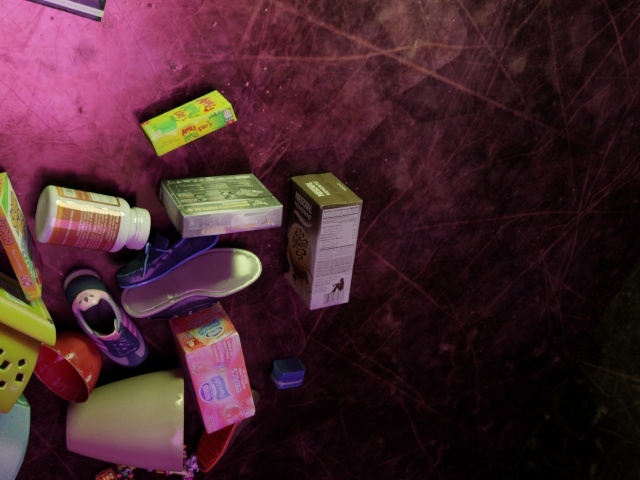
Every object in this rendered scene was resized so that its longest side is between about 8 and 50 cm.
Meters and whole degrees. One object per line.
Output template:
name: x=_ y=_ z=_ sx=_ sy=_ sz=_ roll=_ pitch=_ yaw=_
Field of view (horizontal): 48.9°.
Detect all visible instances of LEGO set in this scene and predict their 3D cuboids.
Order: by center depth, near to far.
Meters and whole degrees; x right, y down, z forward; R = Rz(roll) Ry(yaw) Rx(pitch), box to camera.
LEGO set: x=-0.464 y=0.637 z=1.945 sx=0.287 sy=0.107 sz=0.132 roll=4 pitch=117 yaw=-32

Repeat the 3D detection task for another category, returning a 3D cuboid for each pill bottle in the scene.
pill bottle: x=-0.480 y=-0.039 z=1.493 sx=0.216 sy=0.121 sz=0.121 roll=10 pitch=113 yaw=-35

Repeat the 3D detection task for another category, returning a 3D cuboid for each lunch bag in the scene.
lunch bag: x=-0.092 y=0.385 z=2.030 sx=0.098 sy=0.067 sz=0.065 roll=-2 pitch=120 yaw=-31

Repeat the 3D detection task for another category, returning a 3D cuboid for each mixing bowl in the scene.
mixing bowl: x=-0.575 y=0.277 z=1.629 sx=0.098 sy=0.181 sz=0.181 roll=-50 pitch=143 yaw=-44

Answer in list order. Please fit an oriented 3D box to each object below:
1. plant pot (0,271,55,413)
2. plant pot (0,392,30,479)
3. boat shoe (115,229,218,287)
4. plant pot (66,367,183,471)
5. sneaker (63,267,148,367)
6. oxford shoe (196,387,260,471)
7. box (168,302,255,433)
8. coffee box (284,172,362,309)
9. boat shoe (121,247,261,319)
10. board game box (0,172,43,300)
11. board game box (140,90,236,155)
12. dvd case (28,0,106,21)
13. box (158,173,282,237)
plant pot: x=-0.693 y=0.183 z=1.450 sx=0.207 sy=0.228 sz=0.227 roll=-50 pitch=131 yaw=-1
plant pot: x=-0.782 y=0.414 z=1.539 sx=0.247 sy=0.248 sz=0.252 roll=35 pitch=86 yaw=-40
boat shoe: x=-0.365 y=0.015 z=1.627 sx=0.258 sy=0.109 sz=0.089 roll=-35 pitch=125 yaw=-28
plant pot: x=-0.481 y=0.449 z=1.752 sx=0.274 sy=0.256 sz=0.256 roll=1 pitch=120 yaw=-11
sneaker: x=-0.492 y=0.214 z=1.641 sx=0.112 sy=0.131 sz=0.319 roll=-33 pitch=131 yaw=-9
oxford shoe: x=-0.257 y=0.542 z=2.007 sx=0.098 sy=0.097 sz=0.271 roll=25 pitch=98 yaw=-52
box: x=-0.278 y=0.332 z=1.831 sx=0.142 sy=0.154 sz=0.300 roll=-20 pitch=128 yaw=-18
coffee box: x=0.000 y=0.000 z=1.772 sx=0.118 sy=0.168 sz=0.297 roll=-10 pitch=123 yaw=-25
boat shoe: x=-0.309 y=0.116 z=1.707 sx=0.340 sy=0.127 sz=0.113 roll=-23 pitch=164 yaw=-21
board game box: x=-0.618 y=-0.016 z=1.423 sx=0.039 sy=0.124 sz=0.259 roll=-16 pitch=126 yaw=-8
board game box: x=-0.281 y=-0.251 z=1.494 sx=0.181 sy=0.092 sz=0.043 roll=-28 pitch=128 yaw=-13
dvd case: x=-0.449 y=-0.525 z=1.269 sx=0.164 sy=0.018 sz=0.221 roll=8 pitch=114 yaw=-35
box: x=-0.225 y=-0.082 z=1.576 sx=0.231 sy=0.183 sz=0.056 roll=-8 pitch=123 yaw=-27
